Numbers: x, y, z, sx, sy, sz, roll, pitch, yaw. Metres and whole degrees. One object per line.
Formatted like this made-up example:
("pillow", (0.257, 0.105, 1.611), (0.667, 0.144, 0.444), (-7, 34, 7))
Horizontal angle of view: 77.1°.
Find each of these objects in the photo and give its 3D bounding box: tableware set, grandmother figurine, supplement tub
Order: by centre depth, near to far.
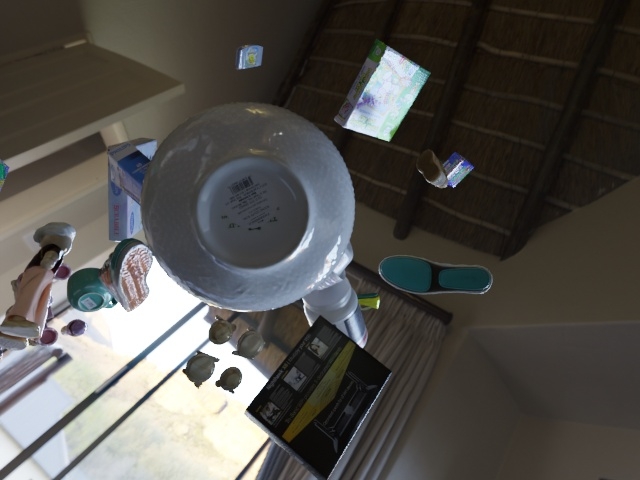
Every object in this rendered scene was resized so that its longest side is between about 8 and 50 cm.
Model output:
("tableware set", (-0.207, 0.252, 0.877), (0.141, 0.169, 0.020), (38, -19, -28))
("grandmother figurine", (-0.689, 0.091, 0.986), (0.207, 0.343, 0.104), (-27, -45, 21))
("supplement tub", (0.052, 0.270, 1.432), (0.191, 0.191, 0.272), (13, -46, 38))

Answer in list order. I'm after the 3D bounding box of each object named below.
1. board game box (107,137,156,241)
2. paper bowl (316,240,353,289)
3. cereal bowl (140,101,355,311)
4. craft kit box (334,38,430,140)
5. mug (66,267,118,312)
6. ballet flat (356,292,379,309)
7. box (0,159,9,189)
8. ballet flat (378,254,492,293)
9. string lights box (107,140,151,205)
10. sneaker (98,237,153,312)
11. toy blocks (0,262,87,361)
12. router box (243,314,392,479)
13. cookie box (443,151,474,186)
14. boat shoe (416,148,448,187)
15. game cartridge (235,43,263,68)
("board game box", (-0.670, -0.195, 1.447), (0.065, 0.318, 0.319), (6, -73, -8))
("paper bowl", (0.000, 0.000, 1.254), (0.148, 0.284, 0.284), (-26, -72, 11))
("cereal bowl", (-0.104, -0.044, 0.612), (0.339, 0.339, 0.141), (56, -3, -13))
("craft kit box", (0.191, -0.441, 1.221), (0.061, 0.249, 0.247), (51, -57, 30))
("mug", (-0.721, 0.167, 1.287), (0.097, 0.157, 0.130), (50, -59, 46))
("ballet flat", (0.166, 0.282, 1.859), (0.230, 0.077, 0.077), (-2, -76, 31))
("box", (-0.716, -0.121, 0.582), (0.279, 0.177, 0.290), (-4, -29, 1))
("ballet flat", (0.421, 0.135, 1.495), (0.400, 0.139, 0.139), (4, -50, 15))
("string lights box", (-0.488, -0.148, 1.158), (0.259, 0.077, 0.133), (41, -35, 4))
("sneaker", (-0.508, 0.075, 1.018), (0.121, 0.108, 0.302), (39, -41, 6))
("toy blocks", (-0.992, 0.240, 1.382), (0.260, 0.309, 0.289), (-16, -91, 40))
("router box", (-0.001, 0.383, 1.015), (0.243, 0.309, 0.081), (38, -32, 9))
("cookie box", (0.421, -0.221, 1.263), (0.092, 0.107, 0.040), (-48, -121, 26))
("boat shoe", (0.321, -0.201, 1.147), (0.059, 0.170, 0.063), (34, -58, -24))
("game cartridge", (-0.179, -0.466, 1.013), (0.017, 0.083, 0.056), (34, -46, 22))
